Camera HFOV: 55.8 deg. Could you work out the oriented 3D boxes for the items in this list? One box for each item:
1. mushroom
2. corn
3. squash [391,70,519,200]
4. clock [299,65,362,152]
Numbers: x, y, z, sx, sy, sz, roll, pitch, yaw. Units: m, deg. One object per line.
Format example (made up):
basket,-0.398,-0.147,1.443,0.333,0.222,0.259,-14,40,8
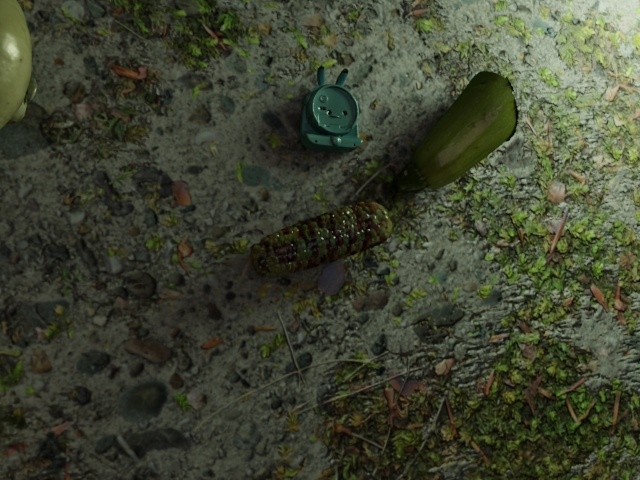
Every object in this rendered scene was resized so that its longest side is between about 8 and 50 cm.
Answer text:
mushroom,-0.485,-0.231,0.812,0.246,0.202,0.246,-8,69,22
corn,0.000,0.000,1.013,0.253,0.086,0.086,-20,91,-18
squash,0.250,-0.163,1.099,0.137,0.137,0.287,43,76,-11
clock,0.019,-0.230,1.062,0.108,0.045,0.147,1,84,-21
